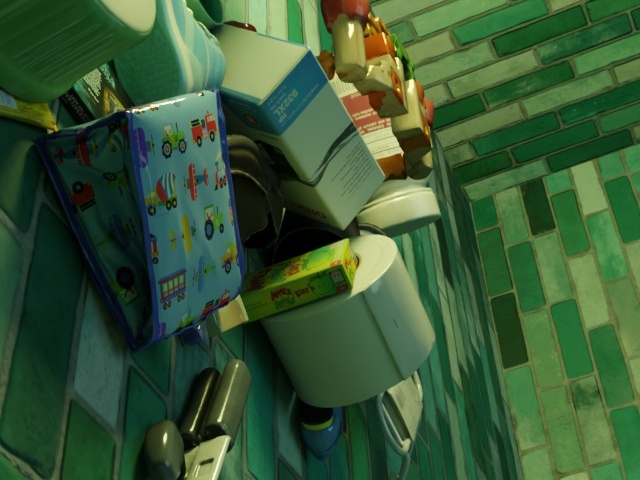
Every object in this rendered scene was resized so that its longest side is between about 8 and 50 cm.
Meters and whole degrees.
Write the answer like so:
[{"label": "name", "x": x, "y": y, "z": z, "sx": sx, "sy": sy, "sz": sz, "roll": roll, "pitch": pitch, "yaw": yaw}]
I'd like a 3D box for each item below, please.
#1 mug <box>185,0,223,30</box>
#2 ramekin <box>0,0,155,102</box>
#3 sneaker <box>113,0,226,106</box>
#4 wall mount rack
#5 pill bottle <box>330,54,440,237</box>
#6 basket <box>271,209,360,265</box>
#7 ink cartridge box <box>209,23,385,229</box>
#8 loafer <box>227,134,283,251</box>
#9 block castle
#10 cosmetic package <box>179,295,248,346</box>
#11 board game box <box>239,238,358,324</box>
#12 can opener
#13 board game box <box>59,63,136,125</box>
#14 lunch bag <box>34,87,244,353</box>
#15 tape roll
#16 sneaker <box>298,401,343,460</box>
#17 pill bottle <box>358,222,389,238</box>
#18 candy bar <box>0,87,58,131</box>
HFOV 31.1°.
[{"label": "mug", "x": -0.229, "y": -0.387, "z": 1.782, "sx": 0.129, "sy": 0.097, "sz": 0.157, "roll": -89, "pitch": 154, "yaw": -51}, {"label": "ramekin", "x": -0.312, "y": -0.319, "z": 1.278, "sx": 0.303, "sy": 0.148, "sz": 0.303, "roll": 58, "pitch": 17, "yaw": -29}, {"label": "sneaker", "x": -0.232, "y": -0.331, "z": 1.664, "sx": 0.208, "sy": 0.127, "sz": 0.319, "roll": -11, "pitch": 92, "yaw": -73}, {"label": "wall mount rack", "x": 0.117, "y": 0.343, "z": 2.058, "sx": 0.304, "sy": 0.130, "sz": 0.350, "roll": 65, "pitch": 16, "yaw": -7}, {"label": "pill bottle", "x": 0.116, "y": -0.207, "z": 2.520, "sx": 0.224, "sy": 0.224, "sz": 0.392, "roll": 8, "pitch": 64, "yaw": -73}, {"label": "basket", "x": 0.000, "y": 0.000, "z": 2.021, "sx": 0.204, "sy": 0.154, "sz": 0.227, "roll": 59, "pitch": 15, "yaw": -29}, {"label": "ink cartridge box", "x": -0.063, "y": -0.179, "z": 1.840, "sx": 0.129, "sy": 0.223, "sz": 0.307, "roll": -52, "pitch": 136, "yaw": -18}, {"label": "loafer", "x": -0.124, "y": -0.058, "z": 1.672, "sx": 0.366, "sy": 0.134, "sz": 0.130, "roll": 21, "pitch": 53, "yaw": -71}, {"label": "block castle", "x": 0.022, "y": -0.273, "z": 2.138, "sx": 0.453, "sy": 0.303, "sz": 0.212, "roll": 46, "pitch": 35, "yaw": -56}, {"label": "cosmetic package", "x": -0.145, "y": 0.106, "z": 1.543, "sx": 0.041, "sy": 0.060, "sz": 0.115, "roll": 69, "pitch": 17, "yaw": 0}, {"label": "board game box", "x": -0.038, "y": 0.062, "z": 1.733, "sx": 0.092, "sy": 0.181, "sz": 0.043, "roll": -74, "pitch": 142, "yaw": -65}, {"label": "can opener", "x": -0.145, "y": 0.213, "z": 1.381, "sx": 0.283, "sy": 0.076, "sz": 0.095, "roll": -77, "pitch": 145, "yaw": -65}, {"label": "board game box", "x": -0.274, "y": -0.163, "z": 1.487, "sx": 0.126, "sy": 0.026, "sz": 0.186, "roll": -92, "pitch": 157, "yaw": -49}, {"label": "lunch bag", "x": -0.183, "y": -0.016, "z": 1.383, "sx": 0.221, "sy": 0.138, "sz": 0.293, "roll": -31, "pitch": 106, "yaw": -63}, {"label": "tape roll", "x": 0.038, "y": 0.122, "z": 1.808, "sx": 0.246, "sy": 0.246, "sz": 0.169, "roll": -75, "pitch": 142, "yaw": -65}, {"label": "sneaker", "x": 0.005, "y": 0.276, "z": 1.862, "sx": 0.209, "sy": 0.069, "sz": 0.082, "roll": -75, "pitch": 157, "yaw": -65}, {"label": "pill bottle", "x": 0.071, "y": 0.050, "z": 2.242, "sx": 0.219, "sy": 0.123, "sz": 0.122, "roll": -58, "pitch": 127, "yaw": -70}, {"label": "candy bar", "x": -0.334, "y": -0.147, "z": 1.272, "sx": 0.040, "sy": 0.018, "sz": 0.161, "roll": 69, "pitch": 15, "yaw": 8}]
